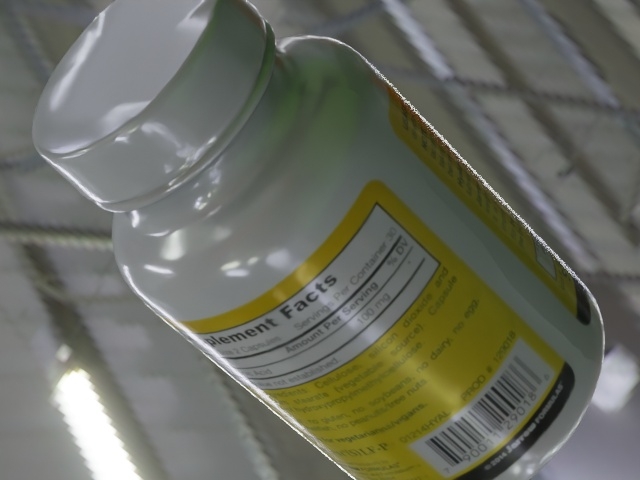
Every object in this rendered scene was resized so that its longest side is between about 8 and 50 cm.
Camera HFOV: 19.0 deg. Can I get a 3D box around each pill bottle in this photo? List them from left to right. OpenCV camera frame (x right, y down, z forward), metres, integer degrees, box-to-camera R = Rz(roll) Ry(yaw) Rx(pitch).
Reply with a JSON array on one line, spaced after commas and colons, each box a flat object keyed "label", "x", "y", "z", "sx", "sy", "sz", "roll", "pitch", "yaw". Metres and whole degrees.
[{"label": "pill bottle", "x": 0.000, "y": 0.000, "z": 0.381, "sx": 0.116, "sy": 0.065, "sz": 0.065, "roll": 44, "pitch": -158, "yaw": -31}]
